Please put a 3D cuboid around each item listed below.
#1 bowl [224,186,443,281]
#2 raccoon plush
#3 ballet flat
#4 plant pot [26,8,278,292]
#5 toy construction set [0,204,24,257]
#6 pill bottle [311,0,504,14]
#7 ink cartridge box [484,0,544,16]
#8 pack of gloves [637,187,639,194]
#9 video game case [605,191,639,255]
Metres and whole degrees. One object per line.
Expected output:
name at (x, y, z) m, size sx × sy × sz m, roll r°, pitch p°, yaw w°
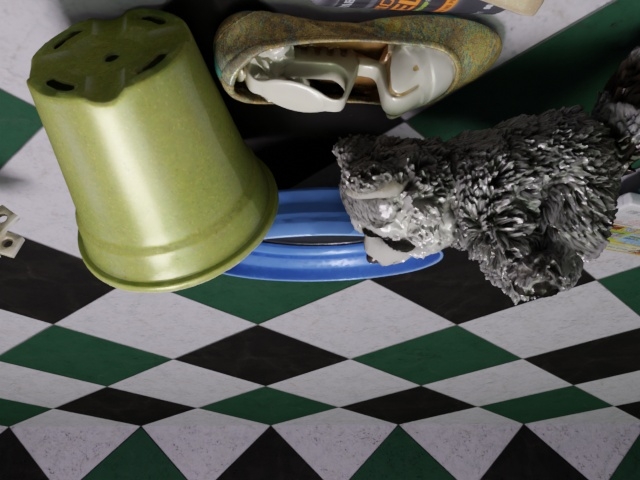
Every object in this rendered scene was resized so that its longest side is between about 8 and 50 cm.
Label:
bowl at (0.000, 0.000, 0.995) m, size 0.390 × 0.077 × 0.391 m, roll -1°, pitch 168°, yaw 0°
raccoon plush at (0.216, -0.139, 0.754) m, size 0.299 × 0.446 × 0.216 m, roll 32°, pitch 180°, yaw -14°
ballet flat at (0.048, -0.199, 0.721) m, size 0.348 × 0.123 × 0.123 m, roll 2°, pitch 149°, yaw -6°
plant pot at (-0.210, -0.122, 0.739) m, size 0.276 × 0.276 × 0.254 m, roll -5°, pitch 137°, yaw 7°
toy construction set at (-0.531, -0.109, 0.841) m, size 0.214 × 0.151 × 0.328 m, roll 2°, pitch 138°, yaw -5°
pill bottle at (0.059, -0.276, 0.548) m, size 0.245 × 0.131 × 0.130 m, roll -2°, pitch 150°, yaw -13°
ink cartridge box at (0.075, -0.281, 0.390) m, size 0.234 × 0.088 × 0.193 m, roll 16°, pitch 130°, yaw -10°
pack of gloves at (0.629, -0.115, 0.967) m, size 0.232 × 0.046 × 0.195 m, roll 9°, pitch 150°, yaw -36°
video game case at (0.557, -0.023, 1.077) m, size 0.226 × 0.026 × 0.206 m, roll 9°, pitch 162°, yaw -17°
